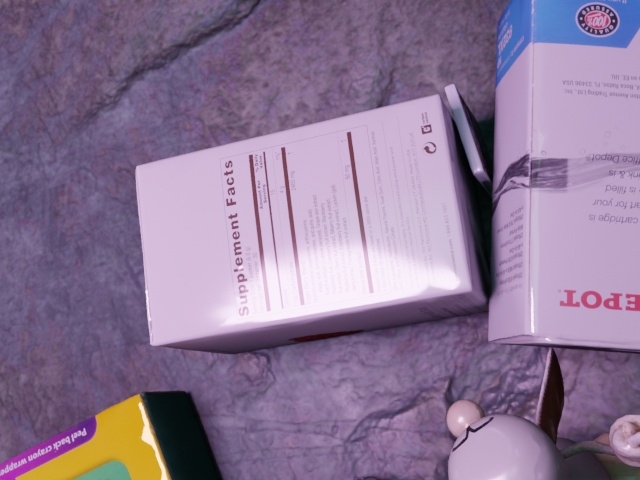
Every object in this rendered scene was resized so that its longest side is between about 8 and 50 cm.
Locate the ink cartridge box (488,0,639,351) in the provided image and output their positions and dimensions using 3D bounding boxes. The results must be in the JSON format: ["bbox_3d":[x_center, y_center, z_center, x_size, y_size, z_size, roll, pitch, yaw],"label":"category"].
[{"bbox_3d":[0.268,-0.058,0.735,0.223,0.129,0.308,4,81,-4],"label":"ink cartridge box"}]

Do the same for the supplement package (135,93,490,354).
[{"bbox_3d":[0.000,0.000,0.821,0.292,0.177,0.175,-11,77,17],"label":"supplement package"}]

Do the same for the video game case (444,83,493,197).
[{"bbox_3d":[0.147,-0.089,0.818,0.011,0.122,0.087,-19,75,16],"label":"video game case"}]

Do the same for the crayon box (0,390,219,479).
[{"bbox_3d":[-0.252,0.371,0.877,0.362,0.106,0.313,-28,74,13],"label":"crayon box"}]

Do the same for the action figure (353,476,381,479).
[{"bbox_3d":[-0.037,0.312,0.743,0.141,0.275,0.164,-28,79,49],"label":"action figure"}]

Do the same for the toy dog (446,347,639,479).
[{"bbox_3d":[0.163,0.174,0.692,0.220,0.334,0.161,-29,53,-14],"label":"toy dog"}]
